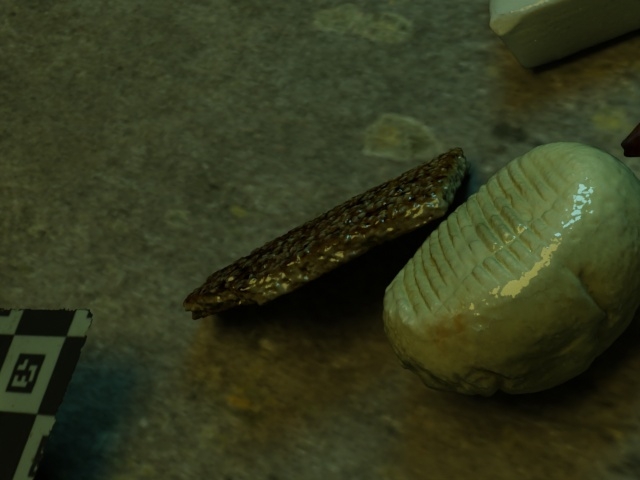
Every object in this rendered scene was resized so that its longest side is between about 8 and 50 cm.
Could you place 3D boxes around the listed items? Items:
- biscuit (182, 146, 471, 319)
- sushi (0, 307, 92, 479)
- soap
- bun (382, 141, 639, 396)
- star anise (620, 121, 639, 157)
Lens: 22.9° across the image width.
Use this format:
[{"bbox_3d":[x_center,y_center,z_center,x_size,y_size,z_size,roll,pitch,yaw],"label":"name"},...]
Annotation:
[{"bbox_3d":[-0.007,0.005,1.106,0.237,0.026,0.131,-27,8,21],"label":"biscuit"},{"bbox_3d":[-0.324,0.227,1.229,0.343,0.064,0.359,-2,62,42],"label":"sushi"},{"bbox_3d":[0.209,-0.205,1.107,0.183,0.064,0.121,-20,48,26],"label":"soap"},{"bbox_3d":[0.128,0.027,0.986,0.188,0.111,0.164,-43,25,5],"label":"bun"},{"bbox_3d":[0.286,-0.053,0.947,0.140,0.144,0.158,-38,10,-15],"label":"star anise"}]
